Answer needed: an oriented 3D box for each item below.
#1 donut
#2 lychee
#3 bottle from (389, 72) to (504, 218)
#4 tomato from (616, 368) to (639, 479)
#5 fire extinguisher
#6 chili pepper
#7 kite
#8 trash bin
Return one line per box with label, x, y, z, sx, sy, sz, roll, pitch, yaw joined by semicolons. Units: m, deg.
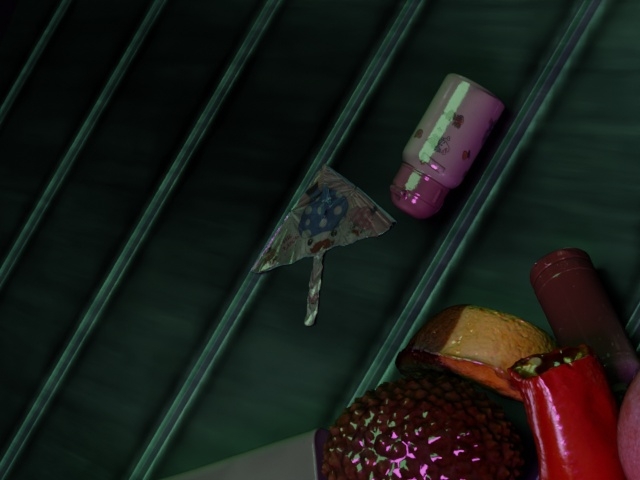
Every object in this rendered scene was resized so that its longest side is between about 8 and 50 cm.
donut;0.213;0.153;1.930;0.295;0.151;0.112;2;60;45
lychee;0.136;0.305;1.839;0.267;0.267;0.268;-22;54;35
bottle;0.195;-0.145;2.132;0.110;0.110;0.233;31;92;48
tomato;0.477;0.228;1.565;0.270;0.227;0.270;-25;50;33
fire extinguisher;0.374;0.134;1.809;0.104;0.104;0.269;-38;46;23
chili pepper;0.341;0.308;1.698;0.134;0.131;0.338;-173;70;-74
kite;0.000;0.000;2.316;0.335;0.011;0.314;-18;57;38
trash bin;-0.091;0.443;2.059;0.343;0.158;0.223;-25;55;29
